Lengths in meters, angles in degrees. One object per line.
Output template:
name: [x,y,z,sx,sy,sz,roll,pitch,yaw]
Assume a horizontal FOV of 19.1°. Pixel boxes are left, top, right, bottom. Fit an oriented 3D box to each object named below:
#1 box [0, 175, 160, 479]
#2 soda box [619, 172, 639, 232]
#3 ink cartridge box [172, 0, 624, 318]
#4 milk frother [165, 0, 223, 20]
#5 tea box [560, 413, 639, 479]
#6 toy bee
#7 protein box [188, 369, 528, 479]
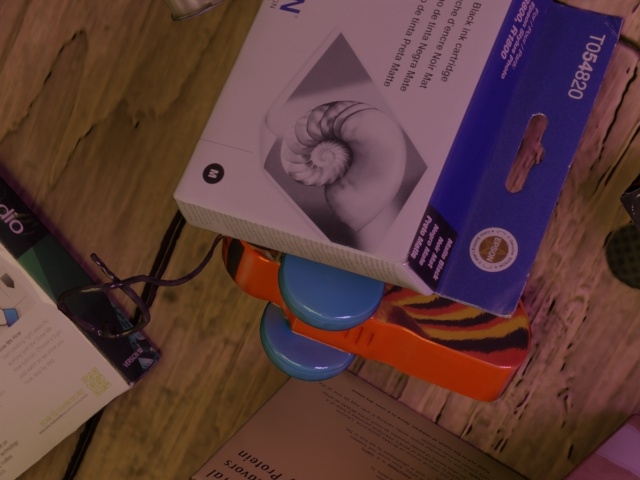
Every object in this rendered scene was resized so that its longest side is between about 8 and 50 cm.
box: [-0.308,0.039,1.488,0.322,0.058,0.232,48,123,-5]
soda box: [0.262,0.023,1.215,0.060,0.053,0.169,-28,97,33]
ink cartridge box: [0.050,-0.084,1.193,0.224,0.223,0.045,16,160,18]
milk frother: [-0.066,-0.240,1.222,0.143,0.129,0.135,-23,112,25]
tea box: [0.232,0.353,1.229,0.329,0.220,0.323,35,120,17]
toy bee: [0.000,0.000,1.281,0.298,0.162,0.195,23,146,-24]
protein box: [0.015,0.218,1.330,0.200,0.201,0.136,31,121,11]
